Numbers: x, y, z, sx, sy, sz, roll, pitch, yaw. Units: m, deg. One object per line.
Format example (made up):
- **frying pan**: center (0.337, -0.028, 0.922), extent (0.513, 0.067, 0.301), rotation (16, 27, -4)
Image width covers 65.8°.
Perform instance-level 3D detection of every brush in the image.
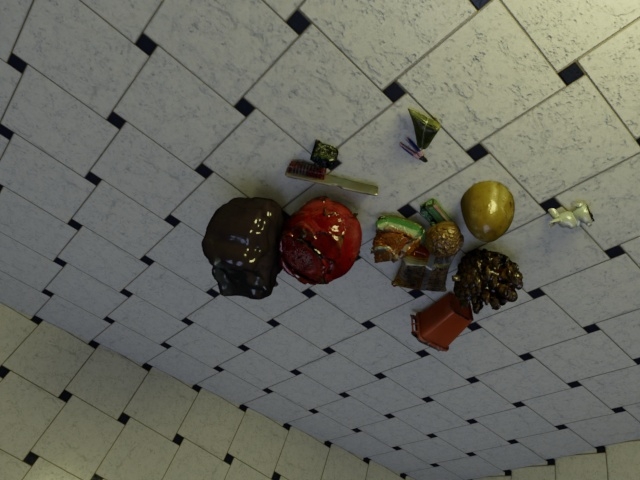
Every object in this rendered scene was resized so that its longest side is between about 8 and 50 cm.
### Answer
- **brush**: center (0.042, -0.214, 1.677), extent (0.321, 0.060, 0.050), rotation (13, 126, -1)

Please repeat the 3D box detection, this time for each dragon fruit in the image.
- **dragon fruit**: center (0.000, 0.000, 1.741), extent (0.296, 0.301, 0.295), rotation (12, 139, 11)

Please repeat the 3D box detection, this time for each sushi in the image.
- **sushi**: center (0.011, -0.271, 1.604), extent (0.083, 0.084, 0.056), rotation (17, 138, -6)

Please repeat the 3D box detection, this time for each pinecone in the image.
- **pinecone**: center (0.607, 0.140, 1.803), extent (0.257, 0.243, 0.243), rotation (-22, 134, -8)

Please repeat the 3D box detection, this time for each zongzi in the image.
- **zongzi**: center (0.293, -0.337, 1.500), extent (0.113, 0.052, 0.104), rotation (29, 142, 2)

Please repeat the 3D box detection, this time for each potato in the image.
- **potato**: center (0.556, -0.070, 1.642), extent (0.178, 0.158, 0.203), rotation (3, 140, 12)

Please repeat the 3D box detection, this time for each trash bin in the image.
- **trash bin**: center (0.509, 0.334, 2.082), extent (0.185, 0.161, 0.238), rotation (25, 128, -13)

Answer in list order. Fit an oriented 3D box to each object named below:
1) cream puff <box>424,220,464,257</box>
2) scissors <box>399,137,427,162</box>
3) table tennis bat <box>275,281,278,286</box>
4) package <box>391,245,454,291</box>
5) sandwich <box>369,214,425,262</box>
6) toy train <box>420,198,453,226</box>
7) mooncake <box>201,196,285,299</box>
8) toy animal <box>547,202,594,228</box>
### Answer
- **cream puff**: center (0.432, 0.002, 1.725), extent (0.126, 0.103, 0.144), rotation (20, 133, -14)
- **scissors**: center (0.301, -0.283, 1.574), extent (0.113, 0.012, 0.039), rotation (34, 133, -22)
- **table tennis bat**: center (-0.188, 0.093, 2.091), extent (0.107, 0.119, 0.169), rotation (-4, 116, 53)
- **package**: center (0.390, 0.117, 1.907), extent (0.223, 0.108, 0.288), rotation (8, 138, 10)
- **sandwich**: center (0.275, 0.002, 1.778), extent (0.185, 0.159, 0.109), rotation (8, 157, 18)
- **toy train**: center (0.408, -0.083, 1.741), extent (0.071, 0.038, 0.148), rotation (-24, 127, 34)
- **mooncake**: center (-0.250, 0.021, 1.771), extent (0.212, 0.350, 0.381), rotation (8, 160, 13)
- **toy animal**: center (0.825, -0.073, 1.629), extent (0.124, 0.071, 0.085), rotation (-23, 127, 32)
